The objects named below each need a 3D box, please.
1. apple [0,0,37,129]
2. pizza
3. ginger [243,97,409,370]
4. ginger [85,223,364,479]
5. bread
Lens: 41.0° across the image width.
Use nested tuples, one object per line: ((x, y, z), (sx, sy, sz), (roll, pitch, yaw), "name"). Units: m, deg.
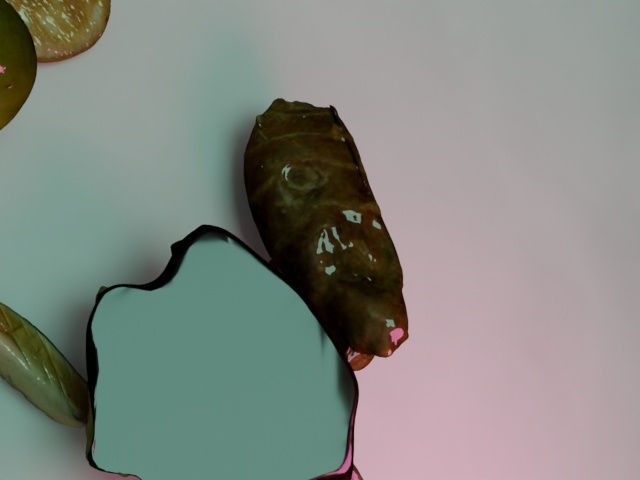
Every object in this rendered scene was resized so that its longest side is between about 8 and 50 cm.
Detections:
((-0.409, -0.194, 0.922), (0.196, 0.196, 0.156), (-18, 74, -42), "apple")
((-0.387, -0.329, 1.064), (0.262, 0.034, 0.181), (44, 56, -26), "pizza")
((0.000, 0.000, 1.239), (0.176, 0.254, 0.418), (-18, 72, -17), "ginger")
((-0.150, 0.213, 1.085), (0.358, 0.211, 0.413), (-27, 91, -28), "ginger")
((-0.341, 0.145, 0.999), (0.214, 0.053, 0.073), (52, 25, -26), "bread")
